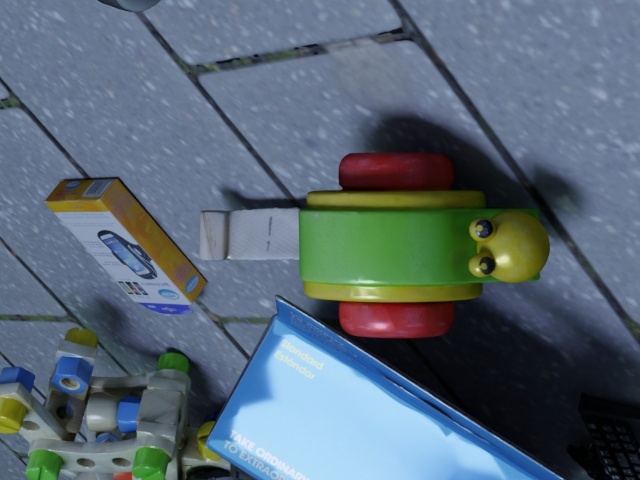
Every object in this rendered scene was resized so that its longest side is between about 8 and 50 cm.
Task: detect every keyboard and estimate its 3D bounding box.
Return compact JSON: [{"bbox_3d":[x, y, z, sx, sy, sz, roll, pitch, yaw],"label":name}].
[{"bbox_3d":[0.225,0.172,1.173,0.108,0.023,0.180,12,144,40],"label":"keyboard"}]

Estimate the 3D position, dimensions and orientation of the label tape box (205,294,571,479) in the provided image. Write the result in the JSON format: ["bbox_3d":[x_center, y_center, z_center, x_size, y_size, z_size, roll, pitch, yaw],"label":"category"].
[{"bbox_3d":[0.049,0.161,1.152,0.240,0.106,0.334,32,174,7],"label":"label tape box"}]

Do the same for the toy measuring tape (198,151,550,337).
[{"bbox_3d":[0.000,0.000,1.046,0.330,0.121,0.121,3,138,47],"label":"toy measuring tape"}]

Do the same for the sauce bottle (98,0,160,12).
[{"bbox_3d":[-0.234,-0.214,0.995,0.344,0.111,0.111,20,149,25],"label":"sauce bottle"}]

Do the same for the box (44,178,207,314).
[{"bbox_3d":[-0.150,0.007,1.338,0.081,0.028,0.136,1,139,49],"label":"box"}]

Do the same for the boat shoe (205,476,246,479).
[{"bbox_3d":[0.029,0.270,1.164,0.301,0.108,0.102,40,174,-10],"label":"boat shoe"}]

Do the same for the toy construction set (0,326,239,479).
[{"bbox_3d":[-0.177,0.203,1.546,0.215,0.151,0.328,7,157,3],"label":"toy construction set"}]
